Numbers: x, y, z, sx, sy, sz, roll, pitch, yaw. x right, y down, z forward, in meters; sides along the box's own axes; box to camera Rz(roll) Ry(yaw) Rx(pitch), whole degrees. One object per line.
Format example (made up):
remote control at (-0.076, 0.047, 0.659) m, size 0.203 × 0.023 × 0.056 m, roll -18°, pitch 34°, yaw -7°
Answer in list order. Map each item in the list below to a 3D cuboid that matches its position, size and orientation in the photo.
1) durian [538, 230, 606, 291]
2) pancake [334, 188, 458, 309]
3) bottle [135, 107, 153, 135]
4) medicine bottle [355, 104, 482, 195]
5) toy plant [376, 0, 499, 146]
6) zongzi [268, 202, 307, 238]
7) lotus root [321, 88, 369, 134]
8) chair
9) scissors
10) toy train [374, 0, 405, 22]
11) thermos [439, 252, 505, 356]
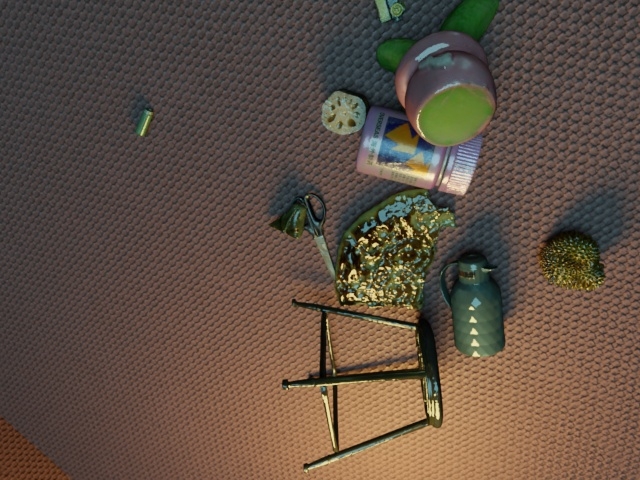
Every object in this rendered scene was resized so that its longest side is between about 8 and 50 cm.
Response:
durian at (0.672, 0.054, 1.355) m, size 0.167 × 0.137 × 0.158 m, roll 6°, pitch 94°, yaw 25°
pancake at (0.208, 0.031, 1.491) m, size 0.304 × 0.067 × 0.427 m, roll 16°, pitch 113°, yaw -2°
bottle at (-0.521, -0.351, 1.503) m, size 0.030 × 0.030 × 0.083 m, roll 32°, pitch 114°, yaw -2°
medicine bottle at (0.248, -0.230, 1.302) m, size 0.290 × 0.178 × 0.178 m, roll 15°, pitch 114°, yaw 7°
toy plant at (0.296, -0.396, 1.159) m, size 0.316 × 0.356 × 0.211 m, roll -23°, pitch 130°, yaw 22°
zongzi at (-0.099, -0.073, 1.497) m, size 0.119 × 0.055 × 0.109 m, roll 22°, pitch 116°, yaw 23°
lotus root at (0.067, -0.342, 1.350) m, size 0.122 × 0.081 × 0.113 m, roll 19°, pitch 116°, yaw 4°
chair at (0.133, 0.397, 1.485) m, size 0.409 × 0.362 × 0.365 m, roll -7°, pitch 120°, yaw 6°
scissors at (0.000, 0.000, 1.536) m, size 0.109 × 0.022 × 0.300 m, roll -15°, pitch 109°, yaw 22°
toy train at (0.145, -0.626, 1.231) m, size 0.081 × 0.060 × 0.202 m, roll -14°, pitch 108°, yaw 25°
thermos at (0.433, 0.175, 1.455) m, size 0.182 × 0.144 × 0.287 m, roll 8°, pitch 115°, yaw 46°
